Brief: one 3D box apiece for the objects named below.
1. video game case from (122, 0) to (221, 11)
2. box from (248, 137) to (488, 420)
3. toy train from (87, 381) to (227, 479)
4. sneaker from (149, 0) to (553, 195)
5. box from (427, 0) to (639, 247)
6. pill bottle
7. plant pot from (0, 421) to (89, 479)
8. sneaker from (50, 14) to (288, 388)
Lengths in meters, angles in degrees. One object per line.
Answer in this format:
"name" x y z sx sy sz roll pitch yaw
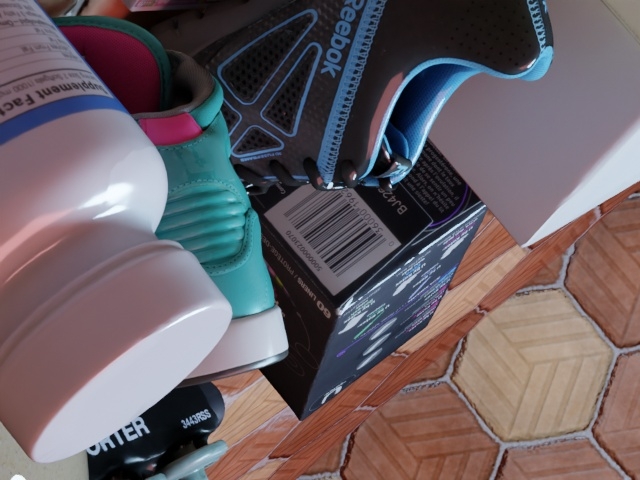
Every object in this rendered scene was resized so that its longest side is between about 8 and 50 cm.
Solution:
"video game case" -0.045 -0.169 0.855 0.122 0.011 0.087 -47 165 27
"box" 0.000 0.000 1.191 0.143 0.165 0.270 -36 166 -18
"toy train" -0.218 0.195 1.327 0.190 0.142 0.334 -37 170 33
"sneaker" -0.028 -0.070 0.896 0.340 0.140 0.125 -35 171 28
"box" 0.206 -0.175 1.068 0.345 0.215 0.168 -27 162 -42
"pill bottle" -0.136 -0.029 0.605 0.124 0.221 0.124 -37 167 -10
"plant pot" -0.219 0.081 0.708 0.284 0.284 0.191 -17 137 -58
"sneaker" -0.134 -0.024 0.832 0.123 0.179 0.295 -14 -172 -38
